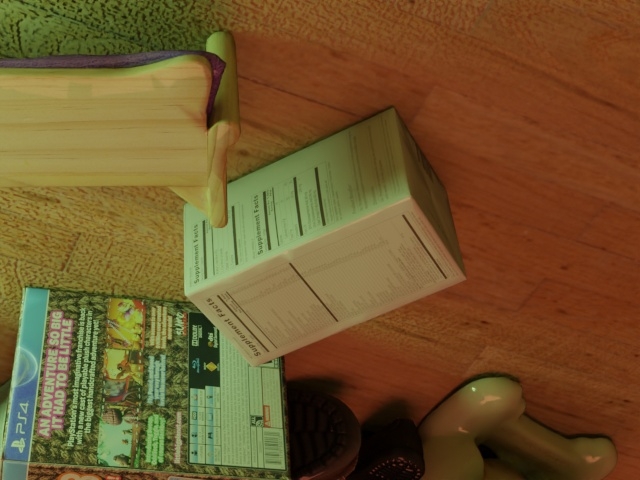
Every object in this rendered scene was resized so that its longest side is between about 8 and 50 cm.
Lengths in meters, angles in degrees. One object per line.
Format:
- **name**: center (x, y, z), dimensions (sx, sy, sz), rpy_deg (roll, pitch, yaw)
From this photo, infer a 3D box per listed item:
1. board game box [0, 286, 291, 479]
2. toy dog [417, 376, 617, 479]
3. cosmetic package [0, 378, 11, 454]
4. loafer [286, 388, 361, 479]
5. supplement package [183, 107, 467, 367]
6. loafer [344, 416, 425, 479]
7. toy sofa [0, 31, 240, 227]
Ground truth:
- **board game box**: center (-0.190, 0.193, 1.335), dimensions (0.291, 0.232, 0.141), rpy_deg (7, 134, -12)
- **toy dog**: center (0.205, 0.430, 1.484), dimensions (0.395, 0.408, 0.284), rpy_deg (-31, 129, 22)
- **cosmetic package**: center (-0.396, 0.275, 1.468), dimensions (0.107, 0.127, 0.238), rpy_deg (32, 125, -32)
- **loafer**: center (-0.104, 0.289, 1.527), dimensions (0.366, 0.134, 0.130), rpy_deg (-21, 143, 21)
- **supplement package**: center (0.000, 0.000, 1.233), dimensions (0.244, 0.134, 0.139), rpy_deg (-23, 132, 16)
- **loafer**: center (0.065, 0.283, 1.560), dimensions (0.080, 0.078, 0.220), rpy_deg (30, 142, -21)
- **toy sofa**: center (-0.253, -0.120, 1.081), dimensions (0.362, 0.150, 0.177), rpy_deg (-1, 129, -5)
